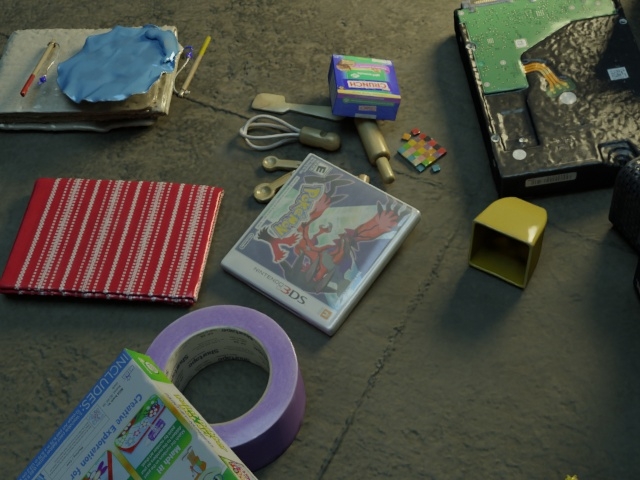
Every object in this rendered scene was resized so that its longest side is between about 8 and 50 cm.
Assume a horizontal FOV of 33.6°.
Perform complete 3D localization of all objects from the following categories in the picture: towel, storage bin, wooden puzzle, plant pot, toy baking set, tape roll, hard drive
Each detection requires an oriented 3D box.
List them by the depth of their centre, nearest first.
[{"bbox_3d":[-0.114,0.175,1.245,0.188,0.080,0.189,-3,55,5],"label":"tape roll"},{"bbox_3d":[0.458,-0.066,1.312,0.180,0.122,0.084,-27,56,-11],"label":"storage bin"},{"bbox_3d":[0.242,-0.007,1.329,0.081,0.081,0.083,25,52,23],"label":"plant pot"},{"bbox_3d":[-0.280,-0.001,1.423,0.274,0.031,0.199,3,53,8],"label":"towel"},{"bbox_3d":[0.140,-0.123,1.467,0.049,0.006,0.083,-36,58,-17],"label":"wooden puzzle"},{"bbox_3d":[0.329,-0.215,1.472,0.236,0.064,0.339,-9,55,1],"label":"hard drive"},{"bbox_3d":[-0.010,-0.135,1.480,0.196,0.030,0.256,-13,54,-2],"label":"toy baking set"},{"bbox_3d":[-0.354,-0.246,1.596,0.282,0.049,0.187,1,53,7],"label":"towel"}]

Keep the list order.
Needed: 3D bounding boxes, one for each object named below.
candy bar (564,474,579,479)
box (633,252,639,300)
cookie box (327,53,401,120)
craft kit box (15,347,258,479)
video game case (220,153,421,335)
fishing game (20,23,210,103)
[{"bbox_3d":[0.234,0.315,1.137,0.040,0.018,0.161,38,67,25],"label":"candy bar"},{"bbox_3d":[0.520,0.015,1.142,0.294,0.296,0.183,-10,55,2],"label":"box"},{"bbox_3d":[0.060,-0.216,1.494,0.091,0.040,0.107,5,39,-9],"label":"cookie box"},{"bbox_3d":[-0.205,0.288,1.135,0.250,0.061,0.246,-50,57,4],"label":"craft kit box"},{"bbox_3d":[0.000,0.000,1.374,0.183,0.023,0.201,30,70,25],"label":"video game case"},{"bbox_3d":[-0.292,-0.252,1.540,0.264,0.041,0.189,-1,46,13],"label":"fishing game"}]
